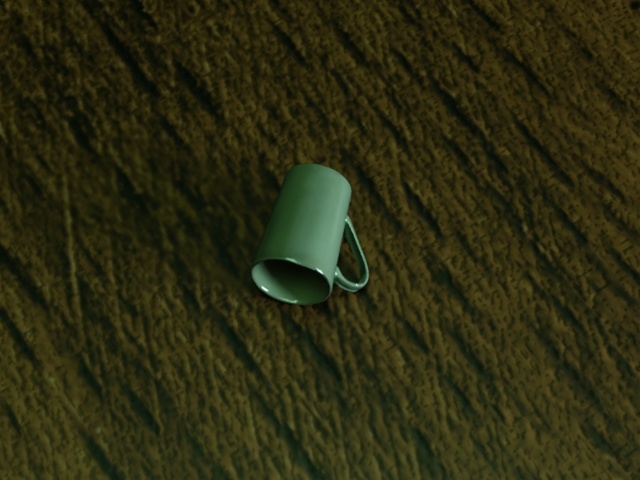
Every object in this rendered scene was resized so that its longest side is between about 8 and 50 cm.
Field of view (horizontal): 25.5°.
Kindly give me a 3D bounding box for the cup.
[{"bbox_3d":[-0.001,-0.003,0.946,0.075,0.054,0.083,11,57,8],"label":"cup"}]
